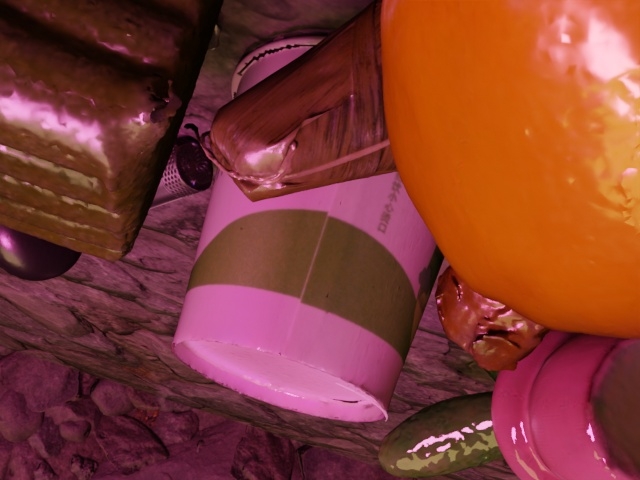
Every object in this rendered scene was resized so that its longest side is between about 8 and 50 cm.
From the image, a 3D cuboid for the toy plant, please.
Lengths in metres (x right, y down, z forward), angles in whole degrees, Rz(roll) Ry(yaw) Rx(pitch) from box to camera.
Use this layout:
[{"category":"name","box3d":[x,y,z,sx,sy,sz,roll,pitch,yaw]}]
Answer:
[{"category":"toy plant","box3d":[0.271,0.215,1.129,0.316,0.211,0.356,-17,-176,-24]}]

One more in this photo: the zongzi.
[{"category":"zongzi","box3d":[0.020,-0.122,0.602,0.204,0.094,0.204,-12,141,-21]}]

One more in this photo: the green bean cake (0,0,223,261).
[{"category":"green bean cake","box3d":[-0.157,-0.136,0.641,0.156,0.250,0.247,21,158,-8]}]

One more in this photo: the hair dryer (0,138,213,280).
[{"category":"hair dryer","box3d":[-0.313,-0.115,1.066,0.320,0.156,0.284,-24,114,41]}]

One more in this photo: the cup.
[{"category":"cup","box3d":[0.000,0.000,0.798,0.253,0.274,0.253,16,157,7]}]

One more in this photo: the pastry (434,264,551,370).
[{"category":"pastry","box3d":[0.179,0.009,0.747,0.100,0.229,0.218,42,151,15]}]

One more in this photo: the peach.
[{"category":"peach","box3d":[0.171,-0.105,0.450,0.288,0.289,0.308,9,125,23]}]
